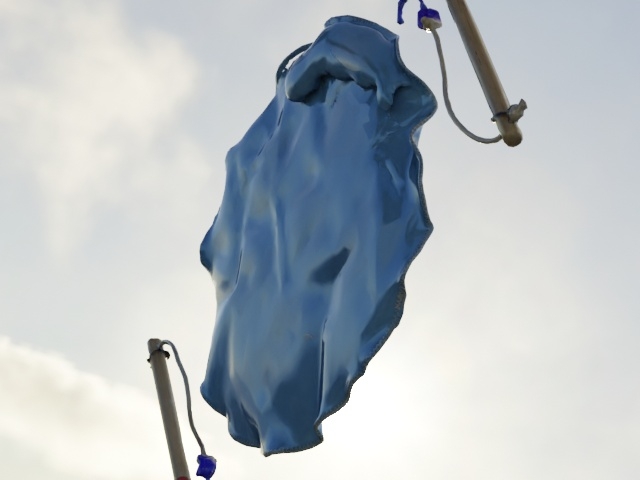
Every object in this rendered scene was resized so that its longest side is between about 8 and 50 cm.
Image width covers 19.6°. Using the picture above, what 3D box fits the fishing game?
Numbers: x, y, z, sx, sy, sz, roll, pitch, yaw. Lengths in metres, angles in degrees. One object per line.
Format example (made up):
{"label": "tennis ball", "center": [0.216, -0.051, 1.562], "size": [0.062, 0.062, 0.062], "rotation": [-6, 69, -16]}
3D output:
{"label": "fishing game", "center": [0.000, 0.000, 0.771], "size": [0.041, 0.264, 0.189], "rotation": [15, 33, -28]}
